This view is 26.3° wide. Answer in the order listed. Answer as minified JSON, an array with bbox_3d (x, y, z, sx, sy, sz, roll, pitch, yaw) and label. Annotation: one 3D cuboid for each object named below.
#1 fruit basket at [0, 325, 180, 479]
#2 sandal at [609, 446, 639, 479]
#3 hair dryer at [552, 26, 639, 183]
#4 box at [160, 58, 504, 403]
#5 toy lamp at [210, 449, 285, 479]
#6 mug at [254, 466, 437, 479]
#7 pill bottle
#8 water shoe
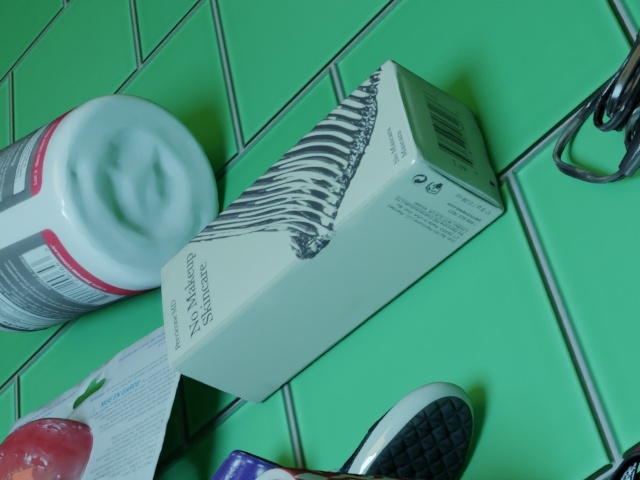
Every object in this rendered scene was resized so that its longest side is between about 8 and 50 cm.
[{"bbox_3d":[-0.219,0.254,1.127,0.327,0.165,0.353,-33,28,41],"label":"fruit basket"},{"bbox_3d":[0.181,0.143,0.745,0.179,0.040,0.067,-42,39,28],"label":"sandal"},{"bbox_3d":[0.262,-0.157,0.830,0.293,0.080,0.223,-14,73,54],"label":"hair dryer"},{"bbox_3d":[0.000,0.000,1.024,0.275,0.094,0.113,-41,41,29],"label":"box"},{"bbox_3d":[-0.090,0.285,0.974,0.080,0.080,0.274,9,76,54],"label":"toy lamp"},{"bbox_3d":[0.051,0.173,0.758,0.150,0.169,0.113,-49,38,41],"label":"mug"},{"bbox_3d":[-0.256,-0.010,1.292,0.319,0.176,0.176,-19,54,45],"label":"pill bottle"},{"bbox_3d":[0.022,0.169,0.907,0.203,0.073,0.080,-58,33,7],"label":"water shoe"}]
